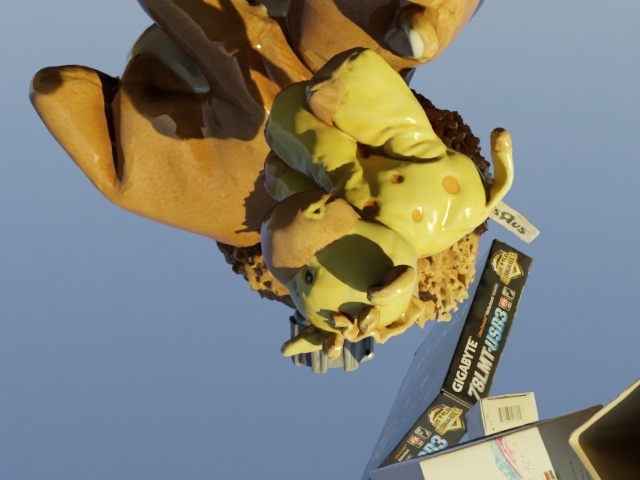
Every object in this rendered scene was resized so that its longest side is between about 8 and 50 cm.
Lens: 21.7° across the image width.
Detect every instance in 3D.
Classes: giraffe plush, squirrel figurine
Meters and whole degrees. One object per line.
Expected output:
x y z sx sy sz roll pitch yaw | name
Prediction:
0.026 -0.003 1.160 0.210 0.181 0.170 26 -129 14 | giraffe plush
0.019 -0.124 1.409 0.370 0.397 0.281 -26 -169 38 | squirrel figurine

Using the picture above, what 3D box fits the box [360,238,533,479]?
0.169 0.189 2.272 0.073 0.295 0.293 28 -133 -4 | box

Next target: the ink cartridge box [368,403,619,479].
0.152 0.224 1.386 0.176 0.127 0.128 -13 172 -19 | ink cartridge box

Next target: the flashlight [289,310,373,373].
0.000 0.000 1.872 0.103 0.304 0.103 15 -154 31 | flashlight

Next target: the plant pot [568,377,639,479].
0.284 0.164 1.316 0.096 0.109 0.109 -5 -124 -52 | plant pot

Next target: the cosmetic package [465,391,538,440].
0.191 0.191 1.763 0.060 0.041 0.115 -7 167 -6 | cosmetic package
